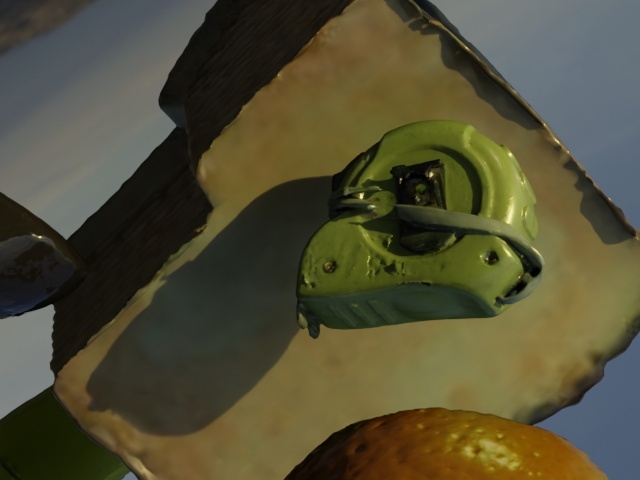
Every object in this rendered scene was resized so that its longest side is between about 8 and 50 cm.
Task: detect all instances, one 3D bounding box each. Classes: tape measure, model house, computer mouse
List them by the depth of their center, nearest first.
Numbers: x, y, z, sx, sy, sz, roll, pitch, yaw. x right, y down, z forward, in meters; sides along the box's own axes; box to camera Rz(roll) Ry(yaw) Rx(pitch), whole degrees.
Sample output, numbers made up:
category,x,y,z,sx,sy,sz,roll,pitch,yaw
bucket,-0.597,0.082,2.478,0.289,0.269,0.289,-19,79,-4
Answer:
category,x,y,z,sx,sy,sz,roll,pitch,yaw
computer mouse,-0.294,-0.020,1.144,0.100,0.269,0.170,-57,-174,-12
tape measure,0.077,-0.011,1.184,0.178,0.087,0.154,-3,-116,19
model house,0.000,0.000,1.476,0.445,0.395,0.400,-47,-157,7

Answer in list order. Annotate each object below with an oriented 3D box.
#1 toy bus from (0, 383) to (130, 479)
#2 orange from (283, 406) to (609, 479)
category,x,y,z,sx,sy,sz,roll,pitch,yaw
toy bus,-0.310,0.243,1.608,0.262,0.128,0.150,-35,179,-30
orange,0.070,0.262,0.935,0.263,0.334,0.196,-11,170,31
